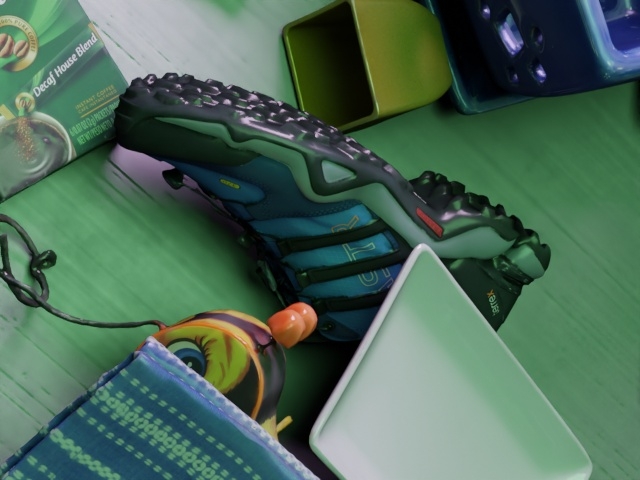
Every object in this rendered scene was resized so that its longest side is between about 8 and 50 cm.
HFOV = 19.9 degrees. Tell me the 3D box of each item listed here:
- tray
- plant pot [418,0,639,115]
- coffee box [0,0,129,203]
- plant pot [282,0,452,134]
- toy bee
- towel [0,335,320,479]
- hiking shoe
[{"bbox_3d":[0.082,0.132,1.145,0.270,0.030,0.145,50,60,-41],"label":"tray"},{"bbox_3d":[0.182,-0.213,1.204,0.236,0.212,0.236,-18,90,-28],"label":"plant pot"},{"bbox_3d":[-0.199,-0.124,1.096,0.113,0.040,0.184,-32,96,-27],"label":"coffee box"},{"bbox_3d":[0.038,-0.115,1.194,0.083,0.081,0.081,-10,86,-36],"label":"plant pot"},{"bbox_3d":[-0.067,0.109,1.040,0.298,0.162,0.195,61,18,-21],"label":"toy bee"},{"bbox_3d":[-0.121,0.233,0.966,0.336,0.040,0.243,-42,105,17],"label":"towel"},{"bbox_3d":[0.000,0.000,1.125,0.304,0.113,0.132,24,98,-22],"label":"hiking shoe"}]
